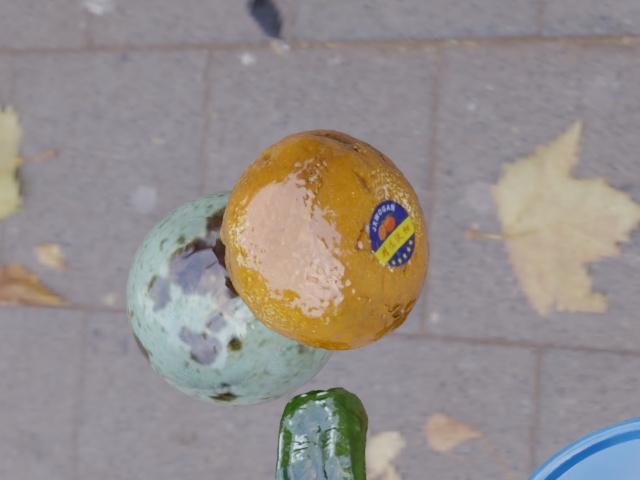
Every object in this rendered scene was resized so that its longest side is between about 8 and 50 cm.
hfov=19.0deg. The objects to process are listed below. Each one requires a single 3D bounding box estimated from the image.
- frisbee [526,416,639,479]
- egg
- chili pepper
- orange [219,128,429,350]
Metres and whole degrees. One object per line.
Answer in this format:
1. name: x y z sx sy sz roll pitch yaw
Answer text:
1. frisbee: 0.235 0.235 1.435 0.242 0.045 0.242 -24 35 18
2. egg: -0.059 0.048 1.509 0.169 0.231 0.169 -3 80 19
3. chili pepper: 0.006 0.204 1.348 0.072 0.073 0.204 -13 73 40
4. orange: 0.001 0.000 1.155 0.117 0.135 0.136 -1 85 47
